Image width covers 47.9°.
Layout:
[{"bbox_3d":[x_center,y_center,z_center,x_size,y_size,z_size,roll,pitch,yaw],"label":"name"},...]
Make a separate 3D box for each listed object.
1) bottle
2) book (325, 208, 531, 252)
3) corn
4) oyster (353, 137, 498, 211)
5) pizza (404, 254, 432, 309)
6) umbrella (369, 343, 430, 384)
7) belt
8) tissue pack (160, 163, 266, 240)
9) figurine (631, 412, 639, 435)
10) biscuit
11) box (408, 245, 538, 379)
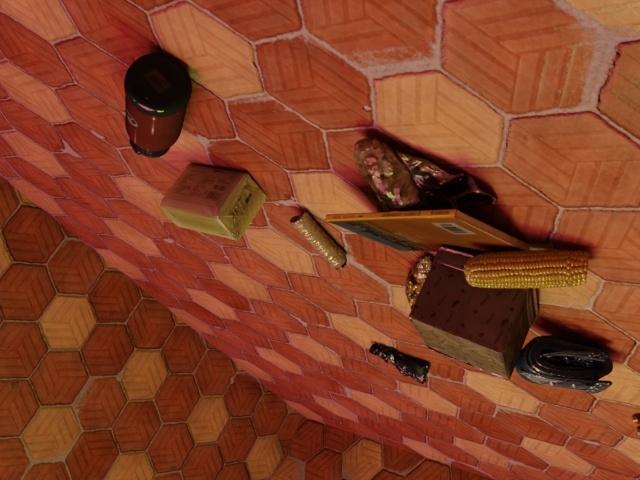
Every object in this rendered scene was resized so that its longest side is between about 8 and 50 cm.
[{"bbox_3d":[-0.392,-0.297,1.689,0.144,0.143,0.336,32,158,-6],"label":"bottle"},{"bbox_3d":[0.227,-0.017,1.572,0.263,0.028,0.374,19,168,-40],"label":"book"},{"bbox_3d":[0.422,0.060,1.479,0.249,0.081,0.081,-3,145,22],"label":"corn"},{"bbox_3d":[0.206,-0.112,1.448,0.295,0.094,0.166,15,145,17],"label":"oyster"},{"bbox_3d":[0.250,0.115,1.825,0.053,0.185,0.195,-3,127,-9],"label":"pizza"},{"bbox_3d":[0.274,0.421,2.504,0.224,0.080,0.071,23,-169,24],"label":"umbrella"},{"bbox_3d":[0.594,0.294,1.752,0.218,0.122,0.128,6,155,2],"label":"belt"},{"bbox_3d":[-0.289,-0.105,1.939,0.234,0.159,0.125,11,151,36],"label":"tissue pack"},{"bbox_3d":[0.878,0.415,1.721,0.271,0.143,0.143,-30,120,36],"label":"figurine"},{"bbox_3d":[0.000,0.000,1.956,0.061,0.055,0.219,-30,127,22],"label":"biscuit"},{"bbox_3d":[0.360,0.174,1.668,0.225,0.190,0.297,19,163,25],"label":"box"}]
